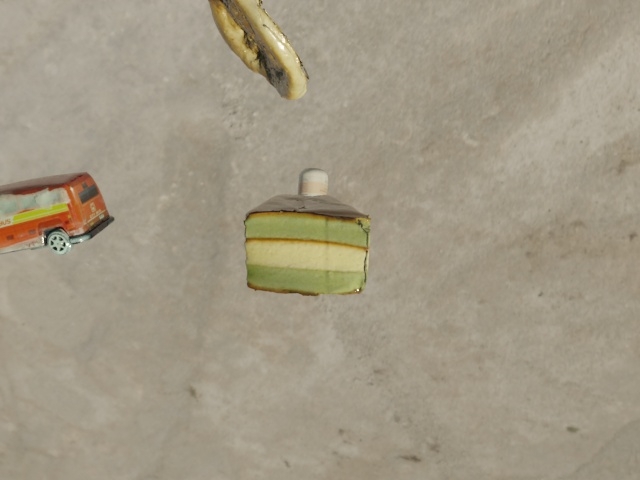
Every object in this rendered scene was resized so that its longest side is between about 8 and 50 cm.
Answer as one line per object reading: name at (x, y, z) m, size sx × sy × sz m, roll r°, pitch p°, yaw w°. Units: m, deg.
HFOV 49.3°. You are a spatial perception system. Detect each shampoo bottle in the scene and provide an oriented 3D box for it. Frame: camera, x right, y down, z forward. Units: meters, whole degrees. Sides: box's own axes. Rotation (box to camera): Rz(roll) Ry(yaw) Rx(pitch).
shampoo bottle at (-0.021, -0.079, 1.706) m, size 0.074 × 0.191 × 0.074 m, roll 2°, pitch 168°, yaw 1°

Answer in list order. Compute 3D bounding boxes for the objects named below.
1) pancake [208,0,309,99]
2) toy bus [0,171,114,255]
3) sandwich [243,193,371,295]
pancake at (-0.117, -0.354, 1.161) m, size 0.282 × 0.049 × 0.282 m, roll 50°, pitch 172°, yaw 9°
toy bus at (-0.491, -0.037, 1.155) m, size 0.265 × 0.121 × 0.119 m, roll -9°, pitch 109°, yaw 12°
sandwich at (0.000, 0.000, 1.286) m, size 0.228 × 0.198 × 0.155 m, roll 5°, pitch 105°, yaw 17°
